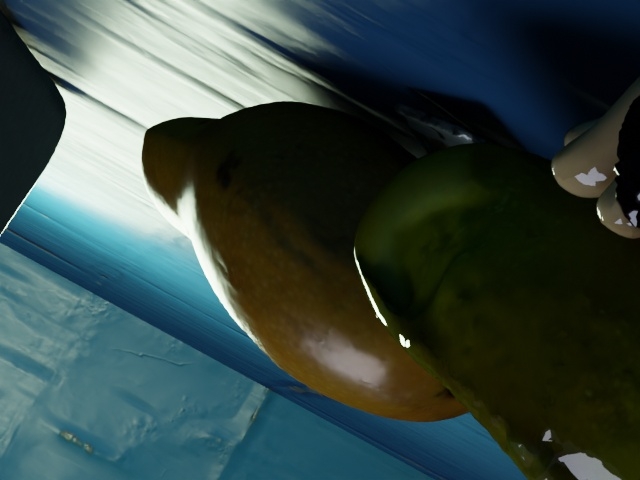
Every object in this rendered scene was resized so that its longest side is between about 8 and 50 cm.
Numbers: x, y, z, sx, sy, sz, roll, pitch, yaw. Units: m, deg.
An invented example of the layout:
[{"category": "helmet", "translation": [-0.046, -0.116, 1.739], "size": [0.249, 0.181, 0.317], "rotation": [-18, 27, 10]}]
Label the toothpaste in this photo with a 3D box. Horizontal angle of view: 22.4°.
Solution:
[{"category": "toothpaste", "translation": [0.101, -0.002, 0.715], "size": [0.049, 0.031, 0.204], "rotation": [29, 172, 47]}]

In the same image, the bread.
[{"category": "bread", "translation": [0.149, 0.064, 0.618], "size": [0.166, 0.112, 0.383], "rotation": [46, -173, 32]}]

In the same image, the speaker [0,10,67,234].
[{"category": "speaker", "translation": [-0.298, -0.098, 0.910], "size": [0.184, 0.183, 0.406], "rotation": [32, 171, 10]}]

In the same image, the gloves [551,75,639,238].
[{"category": "gloves", "translation": [0.129, -0.007, 0.372], "size": [0.203, 0.124, 0.164], "rotation": [-110, -4, -56]}]

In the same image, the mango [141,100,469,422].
[{"category": "mango", "translation": [0.003, -0.004, 0.751], "size": [0.157, 0.109, 0.262], "rotation": [29, -172, -36]}]
